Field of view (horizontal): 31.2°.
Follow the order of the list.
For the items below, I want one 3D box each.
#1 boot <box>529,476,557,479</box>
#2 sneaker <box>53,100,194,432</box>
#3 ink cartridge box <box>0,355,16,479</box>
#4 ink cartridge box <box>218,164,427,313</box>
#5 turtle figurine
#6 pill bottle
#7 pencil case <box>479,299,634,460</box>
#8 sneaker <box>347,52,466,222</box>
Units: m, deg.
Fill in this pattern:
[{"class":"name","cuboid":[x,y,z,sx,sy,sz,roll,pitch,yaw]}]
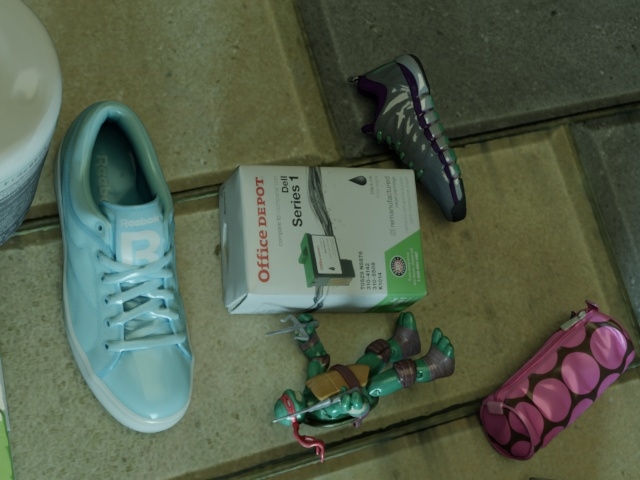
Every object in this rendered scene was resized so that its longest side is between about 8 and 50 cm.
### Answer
[{"class":"boot","cuboid":[0.316,0.399,1.350,0.190,0.076,0.208,21,62,-15]},{"class":"sneaker","cuboid":[-0.213,0.022,1.226,0.135,0.150,0.365,-14,79,-21]},{"class":"ink cartridge box","cuboid":[-0.381,0.160,1.175,0.109,0.062,0.209,-7,77,-21]},{"class":"ink cartridge box","cuboid":[0.000,0.000,1.337,0.220,0.092,0.160,0,74,-20]},{"class":"turtle figurine","cuboid":[0.026,0.153,1.294,0.234,0.118,0.175,-18,40,-24]},{"class":"pill bottle","cuboid":[-0.366,-0.090,1.090,0.204,0.361,0.204,5,73,-17]},{"class":"pencil case","cuboid":[0.283,0.169,1.388,0.209,0.095,0.098,-40,125,-26]},{"class":"sneaker","cuboid":[0.109,-0.118,1.432,0.098,0.083,0.223,-19,78,1]}]
